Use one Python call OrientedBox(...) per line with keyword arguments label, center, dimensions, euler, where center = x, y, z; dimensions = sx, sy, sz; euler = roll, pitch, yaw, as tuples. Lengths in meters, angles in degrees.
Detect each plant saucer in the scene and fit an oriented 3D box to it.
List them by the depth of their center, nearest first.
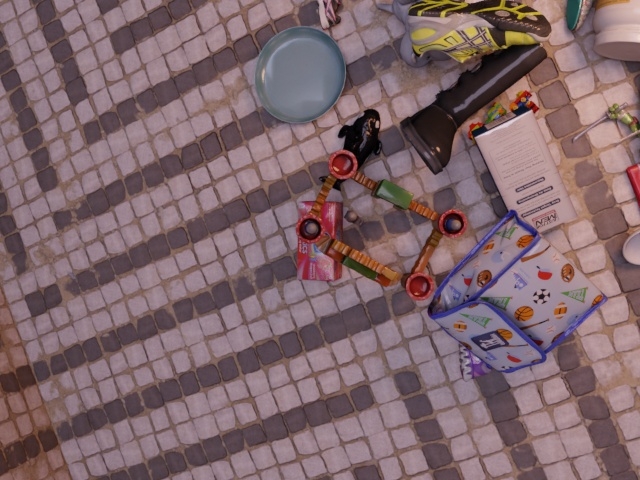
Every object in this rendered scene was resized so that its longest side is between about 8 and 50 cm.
OrientedBox(label="plant saucer", center=(-0.066, -0.546, 2.004), dimensions=(0.318, 0.044, 0.317), euler=(0, 92, 15))

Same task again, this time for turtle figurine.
OrientedBox(label="turtle figurine", center=(0.887, -0.366, 1.667), dimensions=(0.275, 0.198, 0.266), euler=(15, 102, 12))

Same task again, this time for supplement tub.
OrientedBox(label="supplement tub", center=(0.881, -0.671, 1.643), dimensions=(0.228, 0.228, 0.316), euler=(13, 96, 15))

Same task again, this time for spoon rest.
OrientedBox(label="spoon rest", center=(0.999, -0.005, 1.701), dimensions=(0.276, 0.084, 0.137), euler=(-19, 124, 13))

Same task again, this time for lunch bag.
OrientedBox(label="lunch bag", center=(0.544, 0.173, 1.717), dimensions=(0.328, 0.239, 0.385), euler=(39, 105, -19))

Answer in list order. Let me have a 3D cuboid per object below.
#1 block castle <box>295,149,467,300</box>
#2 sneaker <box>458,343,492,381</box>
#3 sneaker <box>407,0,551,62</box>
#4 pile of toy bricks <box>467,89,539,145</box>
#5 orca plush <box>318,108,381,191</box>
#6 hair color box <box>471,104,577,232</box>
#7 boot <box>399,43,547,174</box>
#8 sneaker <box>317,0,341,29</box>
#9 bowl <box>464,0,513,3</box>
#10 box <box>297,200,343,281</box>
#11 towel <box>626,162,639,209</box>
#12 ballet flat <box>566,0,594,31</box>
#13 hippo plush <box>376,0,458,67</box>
OrientedBox(label="block castle", center=(0.172, -0.040, 1.796), dimensions=(0.453, 0.213, 0.303), euler=(28, 90, -6))
OrientedBox(label="sneaker", center=(0.480, 0.317, 1.869), dimensions=(0.105, 0.095, 0.236), euler=(-6, 96, 9))
OrientedBox(label="sneaker", center=(0.434, -0.574, 1.666), dimensions=(0.385, 0.145, 0.147), euler=(12, 132, 18))
OrientedBox(label="pile of toy bricks", center=(0.546, -0.376, 1.825), dimensions=(0.212, 0.118, 0.105), euler=(-47, 50, 27))
OrientedBox(label="orca plush", center=(0.093, -0.298, 1.939), dimensions=(0.287, 0.102, 0.151), euler=(-45, 81, 13))
OrientedBox(label="hair color box", center=(0.590, -0.195, 1.751), dimensions=(0.174, 0.105, 0.347), euler=(-25, 105, 15))
OrientedBox(label="boot", center=(0.450, -0.402, 1.719), dimensions=(0.445, 0.367, 0.146), euler=(-34, 114, 14))
OrientedBox(label="sneaker", center=(0.026, -0.782, 1.965), dimensions=(0.077, 0.072, 0.178), euler=(-10, 97, 4))
OrientedBox(label="bowl", center=(0.508, -0.702, 1.835), dimensions=(0.142, 0.053, 0.142), euler=(16, 97, 14))
OrientedBox(label="box", center=(0.000, 0.000, 1.966), dimensions=(0.128, 0.122, 0.256), euler=(2, 93, 14))
OrientedBox(label="towel", center=(1.043, -0.166, 1.721), dimensions=(0.275, 0.031, 0.198), euler=(-21, 87, 15))
OrientedBox(label="ballet flat", center=(0.762, -0.733, 1.752), dimensions=(0.077, 0.091, 0.240), euler=(-4, 95, -7))
OrientedBox(label="hippo plush", center=(0.300, -0.648, 1.800), dimensions=(0.294, 0.234, 0.236), euler=(-3, 91, 15))
